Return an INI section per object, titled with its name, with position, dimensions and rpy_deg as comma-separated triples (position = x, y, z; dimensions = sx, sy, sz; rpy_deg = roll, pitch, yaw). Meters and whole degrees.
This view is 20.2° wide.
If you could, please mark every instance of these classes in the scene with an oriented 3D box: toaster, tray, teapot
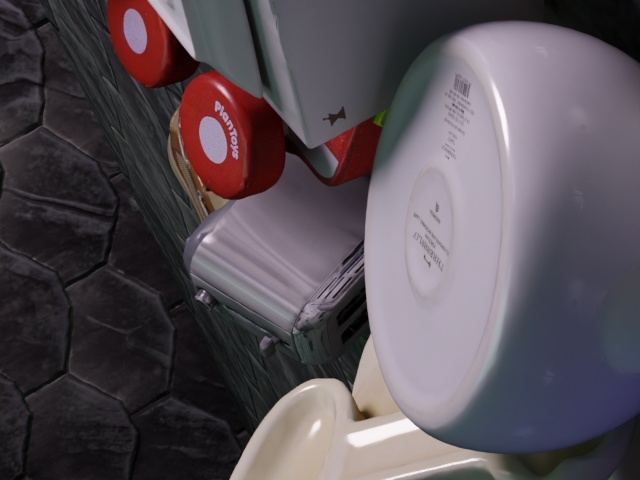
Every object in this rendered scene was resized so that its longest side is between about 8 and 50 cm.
[toaster]
position = 0.000, 0.000, 1.583
dimensions = 0.146, 0.227, 0.129
rpy_deg = 37, 162, 21
[tray]
position = -0.119, -0.206, 1.077
dimensions = 0.270, 0.030, 0.145
rpy_deg = 52, 165, 37
[teapot]
position = 0.143, -0.001, 0.993
dimensions = 0.252, 0.187, 0.256
rpy_deg = 126, 142, -58

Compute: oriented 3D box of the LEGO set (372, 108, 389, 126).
[LEGO set]
position = 0.071, -0.103, 1.202
dimensions = 0.227, 0.087, 0.093
rpy_deg = 23, -174, -5

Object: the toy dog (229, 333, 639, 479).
[toy dog]
position = 0.150, 0.234, 1.244
dimensions = 0.408, 0.284, 0.395
rpy_deg = 60, -162, -25

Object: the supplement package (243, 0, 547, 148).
[supplement package]
position = -0.017, -0.230, 1.099
dimensions = 0.293, 0.175, 0.177
rpy_deg = 51, 163, 41

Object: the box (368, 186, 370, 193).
[box]
position = 0.091, -0.011, 1.334
dimensions = 0.036, 0.114, 0.207
rpy_deg = 56, 169, 20

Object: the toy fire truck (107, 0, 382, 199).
[toy fire truck]
position = -0.029, -0.195, 1.367
dimensions = 0.302, 0.169, 0.254
rpy_deg = 54, 143, 27

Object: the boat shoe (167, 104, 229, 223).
[boat shoe]
position = -0.083, -0.037, 2.037
dimensions = 0.324, 0.122, 0.120
rpy_deg = 55, 165, 22
